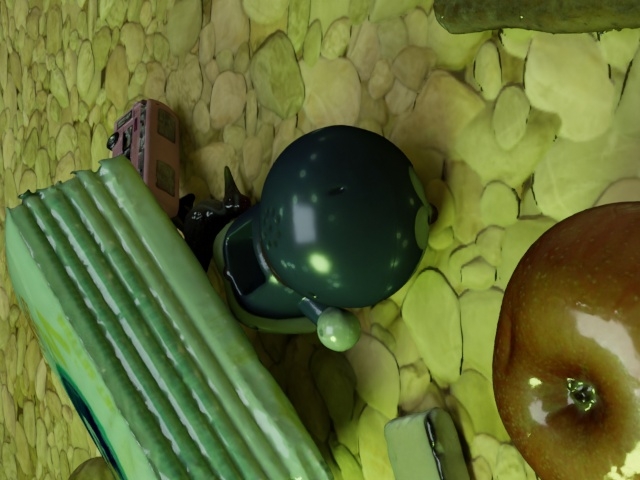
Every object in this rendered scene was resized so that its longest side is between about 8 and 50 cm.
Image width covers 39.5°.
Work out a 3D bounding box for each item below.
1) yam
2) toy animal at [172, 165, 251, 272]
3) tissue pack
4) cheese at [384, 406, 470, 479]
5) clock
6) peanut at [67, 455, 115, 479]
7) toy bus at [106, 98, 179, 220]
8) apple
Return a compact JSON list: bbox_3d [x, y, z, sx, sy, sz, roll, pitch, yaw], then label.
[{"bbox_3d":[0.173,-0.171,0.623,0.241,0.057,0.056,14,104,50],"label":"yam"},{"bbox_3d":[-0.135,-0.020,1.063,0.202,0.070,0.105,-25,85,49],"label":"toy animal"},{"bbox_3d":[-0.165,0.150,0.909,0.388,0.162,0.287,55,155,17],"label":"tissue pack"},{"bbox_3d":[0.129,0.340,0.739,0.085,0.034,0.400,-37,63,54],"label":"cheese"},{"bbox_3d":[0.000,0.000,0.802,0.243,0.147,0.199,-39,60,57],"label":"clock"},{"bbox_3d":[-0.327,0.403,1.315,0.120,0.110,0.236,39,133,20],"label":"peanut"},{"bbox_3d":[-0.219,-0.086,1.104,0.090,0.063,0.203,-34,44,28],"label":"toy bus"},{"bbox_3d":[0.188,0.076,0.525,0.201,0.162,0.201,3,93,53],"label":"apple"}]
